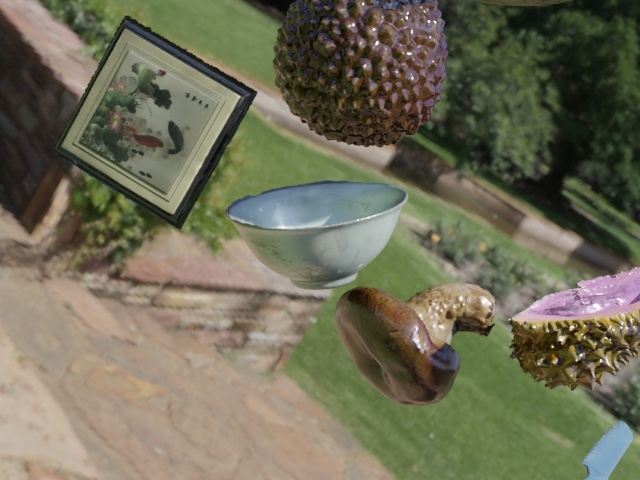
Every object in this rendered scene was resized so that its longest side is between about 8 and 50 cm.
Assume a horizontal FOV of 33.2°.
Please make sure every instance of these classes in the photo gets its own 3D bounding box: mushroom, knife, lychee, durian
[{"bbox_3d":[0.144,0.166,1.866,0.267,0.267,0.254,35,44,14],"label":"mushroom"},{"bbox_3d":[0.380,0.315,1.476,0.044,0.019,0.313,30,27,21],"label":"knife"},{"bbox_3d":[0.064,-0.265,1.500,0.267,0.267,0.267,31,12,-7],"label":"lychee"},{"bbox_3d":[0.465,0.155,1.734,0.341,0.191,0.112,-18,27,-16],"label":"durian"}]

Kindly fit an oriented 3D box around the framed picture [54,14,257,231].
[{"bbox_3d":[-0.204,-0.145,1.308,0.195,0.199,0.010,31,7,6],"label":"framed picture"}]

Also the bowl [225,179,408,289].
[{"bbox_3d":[0.000,0.000,1.849,0.313,0.146,0.313,-5,17,1],"label":"bowl"}]

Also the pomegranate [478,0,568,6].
[{"bbox_3d":[0.144,-0.304,0.684,0.291,0.291,0.323,33,41,4],"label":"pomegranate"}]
